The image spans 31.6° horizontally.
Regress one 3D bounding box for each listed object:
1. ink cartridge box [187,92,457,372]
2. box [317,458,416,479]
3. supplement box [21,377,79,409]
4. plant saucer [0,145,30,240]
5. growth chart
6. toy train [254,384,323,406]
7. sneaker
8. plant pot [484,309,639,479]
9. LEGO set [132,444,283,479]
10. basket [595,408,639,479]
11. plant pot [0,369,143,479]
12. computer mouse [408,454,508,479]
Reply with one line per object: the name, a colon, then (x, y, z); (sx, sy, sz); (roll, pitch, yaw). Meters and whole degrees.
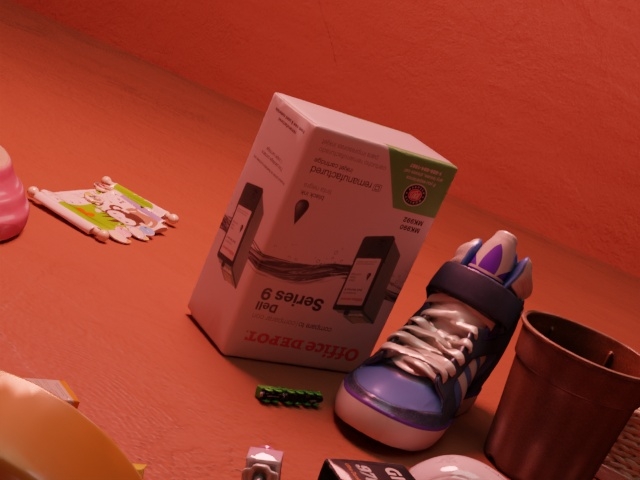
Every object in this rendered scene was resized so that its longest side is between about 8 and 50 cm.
ink cartridge box: (0.000, 0.000, 1.333); (0.211, 0.289, 0.121); (12, 19, -33)
box: (0.019, 0.242, 0.534); (0.051, 0.220, 0.175); (12, 15, -25)
supplement box: (-0.246, 0.139, 0.877); (0.098, 0.062, 0.036); (12, 17, -39)
plant saucer: (-0.511, -0.099, 1.373); (0.332, 0.084, 0.332); (21, 13, -5)
growth chart: (-0.303, -0.044, 1.617); (0.172, 0.021, 0.237); (26, 15, 16)
toy train: (-0.034, 0.165, 1.210); (0.083, 0.017, 0.024); (11, 6, -38)
sneaker: (0.142, 0.093, 1.290); (0.130, 0.236, 0.323); (27, 14, 22)
plant pot: (0.272, 0.189, 1.271); (0.167, 0.165, 0.167); (21, 12, -5)
LEGO set: (-0.168, 0.168, 0.775); (0.287, 0.132, 0.107); (16, 4, 2)
basket: (0.348, 0.223, 1.389); (0.167, 0.103, 0.113); (27, 15, 19)
plant pot: (-0.196, 0.188, 0.513); (0.205, 0.205, 0.188); (22, 28, 3)
computer mouse: (0.183, 0.255, 1.134); (0.193, 0.042, 0.106); (20, 14, -7)
